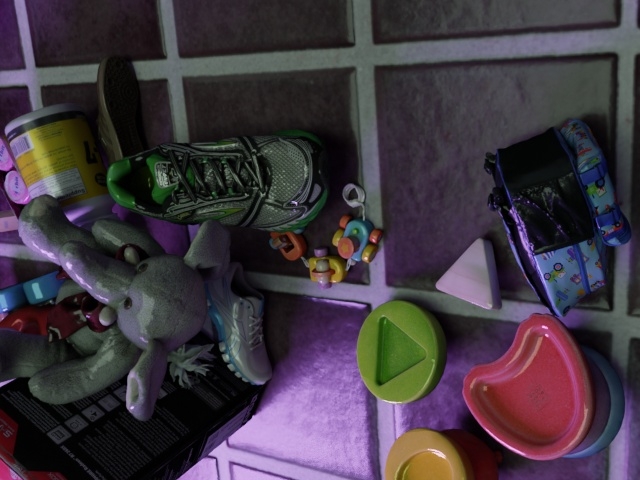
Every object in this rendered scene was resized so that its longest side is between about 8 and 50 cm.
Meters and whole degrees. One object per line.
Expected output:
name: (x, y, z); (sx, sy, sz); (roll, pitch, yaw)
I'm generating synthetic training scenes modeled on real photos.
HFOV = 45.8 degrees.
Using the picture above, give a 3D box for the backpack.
backpack: (0.251, -0.017, 0.784); (0.116, 0.158, 0.173); (-21, 108, 17)

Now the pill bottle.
pill bottle: (-0.379, -0.089, 1.139); (0.119, 0.119, 0.209); (-18, 94, 35)

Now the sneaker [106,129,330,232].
sneaker: (-0.138, -0.071, 0.998); (0.343, 0.146, 0.134); (-6, 88, 32)

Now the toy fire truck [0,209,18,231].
toy fire truck: (-0.615, -0.032, 1.321); (0.246, 0.159, 0.217); (28, 161, 3)

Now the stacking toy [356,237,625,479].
stacking toy: (0.200, 0.175, 0.934); (0.309, 0.130, 0.280); (-41, 56, 31)

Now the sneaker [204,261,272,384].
sneaker: (-0.109, 0.119, 1.103); (0.082, 0.071, 0.191); (-25, 91, 29)

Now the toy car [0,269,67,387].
toy car: (-0.530, 0.196, 1.286); (0.210, 0.238, 0.219); (-15, 96, 35)

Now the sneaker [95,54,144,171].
sneaker: (-0.314, -0.179, 1.136); (0.071, 0.066, 0.189); (3, 106, 37)

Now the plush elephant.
plush elephant: (-0.251, 0.078, 0.957); (0.330, 0.272, 0.255); (26, 149, -16)

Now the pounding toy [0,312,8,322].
pounding toy: (-0.698, 0.174, 1.434); (0.154, 0.155, 0.270); (6, 108, 26)

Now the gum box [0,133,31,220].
gum box: (-0.448, -0.092, 1.222); (0.062, 0.107, 0.188); (-29, 89, 35)

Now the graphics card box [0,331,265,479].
graphics card box: (-0.278, 0.243, 1.061); (0.232, 0.371, 0.094); (33, 124, 18)

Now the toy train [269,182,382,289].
toy train: (0.000, 0.000, 1.007); (0.166, 0.046, 0.125); (-30, 89, 35)
